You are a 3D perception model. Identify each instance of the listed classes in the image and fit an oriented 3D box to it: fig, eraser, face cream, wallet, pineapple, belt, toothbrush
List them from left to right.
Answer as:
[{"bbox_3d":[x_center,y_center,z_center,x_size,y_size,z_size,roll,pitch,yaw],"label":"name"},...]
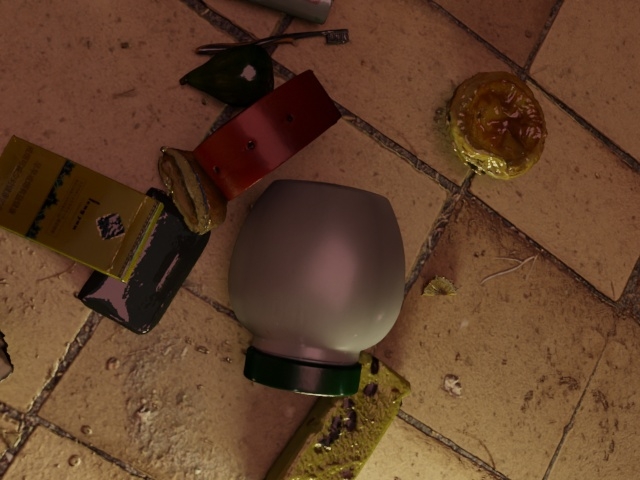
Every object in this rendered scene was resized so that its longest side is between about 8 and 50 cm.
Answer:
[{"bbox_3d":[-0.307,0.037,1.175,0.149,0.044,0.250,36,76,-17],"label":"wallet"},{"bbox_3d":[-0.175,-0.305,1.218,0.178,0.117,0.117,-4,87,-8],"label":"fig"},{"bbox_3d":[-0.080,-0.193,1.158,0.115,0.227,0.324,55,39,-10],"label":"belt"},{"bbox_3d":[-0.089,-0.393,1.290,0.321,0.023,0.031,-11,87,-19],"label":"toothbrush"},{"bbox_3d":[-0.080,-0.536,1.273,0.227,0.081,0.173,12,79,-17],"label":"eraser"},{"bbox_3d":[-0.008,0.082,1.170,0.313,0.219,0.356,9,86,-2],"label":"face cream"},{"bbox_3d":[0.251,0.095,1.372,0.083,0.019,0.045,4,88,-16],"label":"pineapple"}]

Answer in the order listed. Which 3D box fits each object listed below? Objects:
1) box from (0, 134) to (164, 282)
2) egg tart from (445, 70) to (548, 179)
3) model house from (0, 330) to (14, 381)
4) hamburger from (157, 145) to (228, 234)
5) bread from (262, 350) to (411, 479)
[{"bbox_3d":[-0.429,-0.054,1.116,0.279,0.041,0.153,25,78,-5],"label":"box"},{"bbox_3d":[0.367,-0.241,1.392,0.241,0.106,0.240,2,82,-19],"label":"egg tart"},{"bbox_3d":[-0.604,0.138,0.929,0.202,0.237,0.237,-39,118,-18],"label":"model house"},{"bbox_3d":[-0.212,-0.104,1.183,0.102,0.087,0.176,-20,72,-42],"label":"hamburger"},{"bbox_3d":[0.029,0.382,1.245,0.138,0.077,0.361,39,75,-13],"label":"bread"}]
